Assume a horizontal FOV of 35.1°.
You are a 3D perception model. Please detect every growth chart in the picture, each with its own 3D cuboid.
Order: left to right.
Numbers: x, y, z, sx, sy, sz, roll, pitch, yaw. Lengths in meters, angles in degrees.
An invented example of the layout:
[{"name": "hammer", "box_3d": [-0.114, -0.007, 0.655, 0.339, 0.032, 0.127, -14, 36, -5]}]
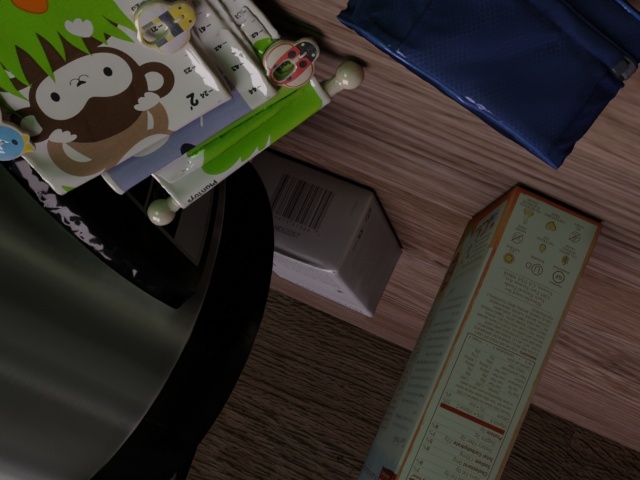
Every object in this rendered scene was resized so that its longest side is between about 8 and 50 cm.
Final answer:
[{"name": "growth chart", "box_3d": [-0.107, -0.090, 0.498, 0.237, 0.172, 0.021, 35, -158, -46]}]

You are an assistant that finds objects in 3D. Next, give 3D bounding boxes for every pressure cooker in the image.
[{"name": "pressure cooker", "box_3d": [-0.241, 0.010, 0.723, 0.420, 0.370, 0.375, 35, 171, -38]}]

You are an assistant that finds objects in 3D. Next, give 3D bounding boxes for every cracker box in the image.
[{"name": "cracker box", "box_3d": [0.102, 0.090, 0.699, 0.067, 0.232, 0.156, 25, 173, 0]}]

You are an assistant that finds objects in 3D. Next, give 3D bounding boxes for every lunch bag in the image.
[{"name": "lunch bag", "box_3d": [0.063, -0.074, 0.340, 0.098, 0.065, 0.067, 30, -169, -21]}]

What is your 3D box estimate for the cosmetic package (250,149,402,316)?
[{"name": "cosmetic package", "box_3d": [0.000, 0.000, 0.960, 0.117, 0.085, 0.231, 23, 171, 17]}]
